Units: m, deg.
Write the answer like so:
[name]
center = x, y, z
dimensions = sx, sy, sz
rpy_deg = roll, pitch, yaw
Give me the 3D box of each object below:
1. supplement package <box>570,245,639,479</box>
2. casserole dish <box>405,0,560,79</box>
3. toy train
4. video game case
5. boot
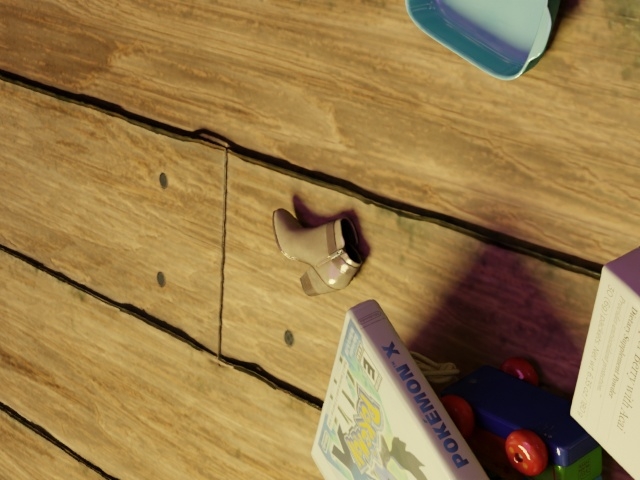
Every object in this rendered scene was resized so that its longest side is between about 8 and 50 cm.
[supplement package]
center = 0.343, 0.128, 1.057
dimensions = 0.293, 0.175, 0.177
rpy_deg = 46, 150, 34
[casserole dish]
center = 0.148, -0.220, 1.359
dimensions = 0.188, 0.037, 0.114
rpy_deg = 40, 127, 39
[toy train]
center = 0.155, 0.187, 1.403
dimensions = 0.248, 0.105, 0.143
rpy_deg = 22, 128, 46
[video game case]
center = 0.090, 0.255, 1.444
dimensions = 0.300, 0.036, 0.329
rpy_deg = 58, 158, 24
[boot]
center = 0.000, 0.000, 1.589
dimensions = 0.087, 0.042, 0.118
rpy_deg = -39, 69, 40
